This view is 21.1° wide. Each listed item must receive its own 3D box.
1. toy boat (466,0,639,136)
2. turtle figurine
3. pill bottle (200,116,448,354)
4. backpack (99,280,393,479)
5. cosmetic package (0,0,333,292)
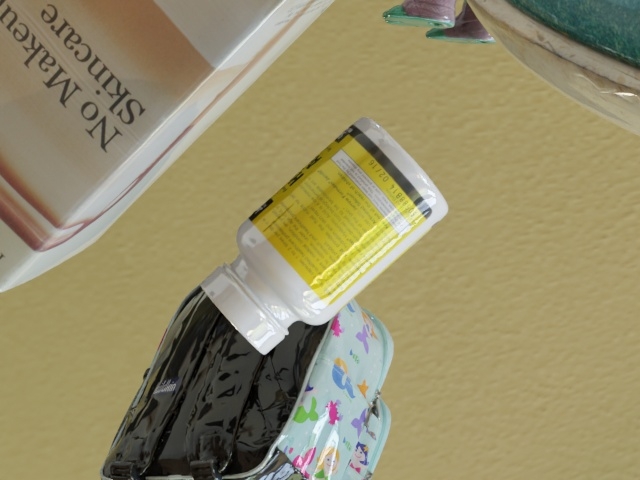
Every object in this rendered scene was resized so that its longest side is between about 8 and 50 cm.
[{"bbox_3d":[0.196,-0.169,0.648,0.267,0.318,0.148,40,-20,49],"label":"toy boat"},{"bbox_3d":[0.106,-0.271,1.289,0.118,0.175,0.234,4,-94,51],"label":"turtle figurine"},{"bbox_3d":[0.000,0.000,0.835,0.116,0.065,0.065,-42,-114,-2],"label":"pill bottle"},{"bbox_3d":[-0.050,0.141,1.533,0.225,0.191,0.254,-9,-129,38],"label":"backpack"},{"bbox_3d":[-0.116,-0.126,0.989,0.153,0.129,0.296,47,-64,3],"label":"cosmetic package"}]
